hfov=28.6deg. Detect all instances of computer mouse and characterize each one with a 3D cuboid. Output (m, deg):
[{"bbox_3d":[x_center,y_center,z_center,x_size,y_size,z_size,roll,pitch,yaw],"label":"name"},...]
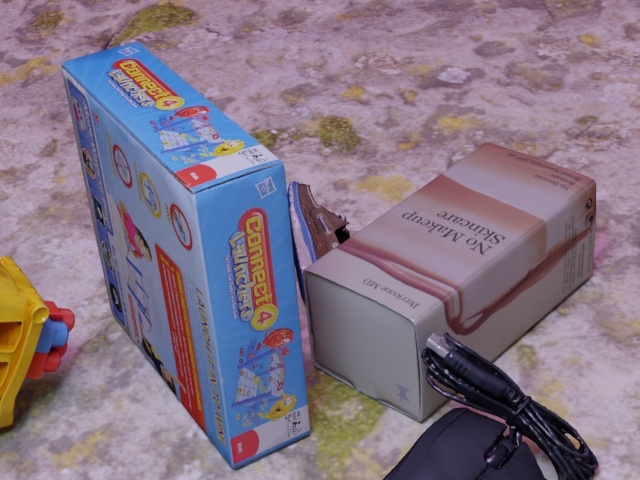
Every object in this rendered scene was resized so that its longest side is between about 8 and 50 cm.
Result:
[{"bbox_3d":[0.114,0.201,1.039,0.188,0.072,0.272,38,53,7],"label":"computer mouse"}]

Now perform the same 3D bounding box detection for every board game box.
[{"bbox_3d":[-0.130,0.007,1.203,0.086,0.308,0.302,-21,37,-23],"label":"board game box"}]

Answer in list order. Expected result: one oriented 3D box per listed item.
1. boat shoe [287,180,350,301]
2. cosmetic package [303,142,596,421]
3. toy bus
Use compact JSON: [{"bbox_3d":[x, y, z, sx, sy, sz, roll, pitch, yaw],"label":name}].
[{"bbox_3d":[0.000,0.000,1.415,0.066,0.066,0.183,-5,44,-6],"label":"boat shoe"},{"bbox_3d":[0.137,0.032,1.279,0.153,0.129,0.296,24,45,36],"label":"cosmetic package"},{"bbox_3d":[-0.346,0.117,1.220,0.211,0.220,0.149,11,19,-39],"label":"toy bus"}]
